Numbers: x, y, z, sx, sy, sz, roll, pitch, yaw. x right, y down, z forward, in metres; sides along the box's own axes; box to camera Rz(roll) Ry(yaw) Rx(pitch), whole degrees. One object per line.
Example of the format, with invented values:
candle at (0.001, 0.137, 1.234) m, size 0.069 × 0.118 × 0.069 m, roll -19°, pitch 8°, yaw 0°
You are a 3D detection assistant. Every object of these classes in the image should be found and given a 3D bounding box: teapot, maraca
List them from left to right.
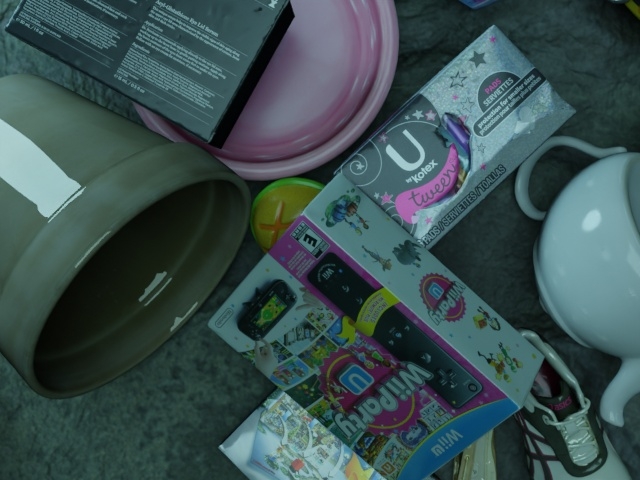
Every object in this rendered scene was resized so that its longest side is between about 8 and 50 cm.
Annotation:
maraca at (0.000, 0.000, 1.332) m, size 0.186 × 0.099 × 0.127 m, roll 39°, pitch 123°, yaw -13°
teapot at (0.329, 0.030, 1.279) m, size 0.187 × 0.256 × 0.252 m, roll -30°, pitch 114°, yaw 38°

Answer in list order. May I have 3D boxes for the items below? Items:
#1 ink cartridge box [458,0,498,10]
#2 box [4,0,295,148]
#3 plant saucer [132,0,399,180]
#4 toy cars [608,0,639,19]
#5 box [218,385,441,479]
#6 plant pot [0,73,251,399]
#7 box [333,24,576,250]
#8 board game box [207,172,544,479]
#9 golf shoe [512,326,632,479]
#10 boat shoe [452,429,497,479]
ink cartridge box at (0.089, -0.476, 1.246) m, size 0.395 × 0.151 × 0.270 m, roll 27°, pitch 81°, yaw -16°
box at (-0.187, -0.246, 1.257) m, size 0.261 × 0.103 × 0.184 m, roll 30°, pitch 93°, yaw 3°
plant saucer at (-0.072, -0.235, 1.346) m, size 0.332 × 0.084 × 0.332 m, roll 0°, pitch 90°, yaw 2°
toy cars at (0.436, -0.200, 1.285) m, size 0.176 × 0.087 × 0.393 m, roll -19°, pitch 88°, yaw -40°
box at (0.015, 0.273, 1.352) m, size 0.233 × 0.044 × 0.159 m, roll 45°, pitch 90°, yaw 2°
plant pot at (-0.285, -0.031, 1.263) m, size 0.280 × 0.323 × 0.323 m, roll 41°, pitch 90°, yaw 19°
box at (0.146, -0.108, 1.295) m, size 0.247 × 0.163 × 0.142 m, roll -44°, pitch 90°, yaw 0°
board game box at (0.057, 0.110, 1.240) m, size 0.303 × 0.097 × 0.224 m, roll 41°, pitch 131°, yaw -1°
golf shoe at (0.277, 0.224, 1.282) m, size 0.105 × 0.120 × 0.273 m, roll -30°, pitch 76°, yaw -7°
boat shoe at (0.175, 0.223, 1.339) m, size 0.059 × 0.063 × 0.170 m, roll -5°, pitch 89°, yaw -4°
